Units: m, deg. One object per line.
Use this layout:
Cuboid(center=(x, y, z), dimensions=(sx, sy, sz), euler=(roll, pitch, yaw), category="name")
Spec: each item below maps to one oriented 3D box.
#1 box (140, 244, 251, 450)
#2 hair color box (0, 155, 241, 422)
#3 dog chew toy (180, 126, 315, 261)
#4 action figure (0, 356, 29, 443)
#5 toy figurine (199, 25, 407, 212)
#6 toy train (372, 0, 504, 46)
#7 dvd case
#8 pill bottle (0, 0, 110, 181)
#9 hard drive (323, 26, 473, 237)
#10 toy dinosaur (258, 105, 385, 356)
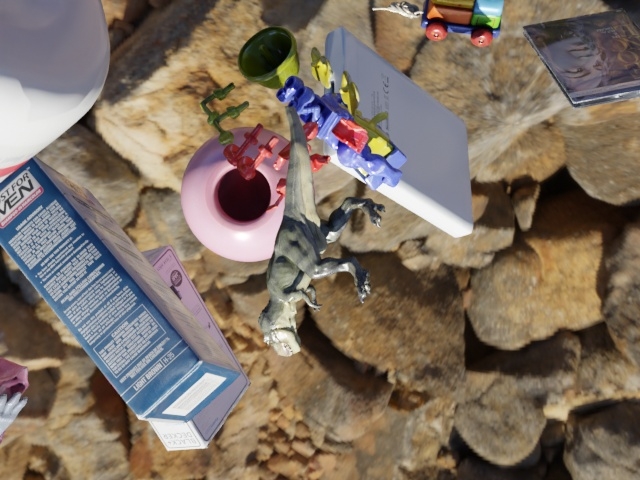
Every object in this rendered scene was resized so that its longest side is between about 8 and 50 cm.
Cuboid(center=(-0.243, 0.175, 1.507), dimensions=(0.087, 0.169, 0.290), euler=(-13, 116, 33), category="box")
Cuboid(center=(-0.264, 0.066, 1.181), dimensions=(0.105, 0.174, 0.347), euler=(-42, 73, -1), category="hair color box")
Cuboid(center=(-0.107, -0.074, 1.517), dimensions=(0.207, 0.332, 0.206), euler=(0, 92, 2), category="dog chew toy")
Cuboid(center=(-0.553, 0.170, 1.242), dimensions=(0.370, 0.248, 0.275), euler=(33, 120, 26), category="action figure")
Cuboid(center=(0.006, -0.135, 1.296), dimensions=(0.217, 0.362, 0.191), euler=(31, 101, -35), category="toy figurine")
Cuboid(center=(0.225, -0.458, 1.765), dimensions=(0.248, 0.143, 0.105), euler=(8, 65, 2), category="toy train")
Cuboid(center=(0.416, -0.276, 1.402), dimensions=(0.165, 0.221, 0.018), euler=(-11, 133, -4), category="dvd case")
Cuboid(center=(-0.333, -0.055, 0.507), dimensions=(0.408, 0.229, 0.229), euler=(-33, 90, 20), category="pill bottle")
Cuboid(center=(0.135, -0.171, 1.562), dimensions=(0.047, 0.353, 0.233), euler=(-20, 57, 36), category="hard drive")
Cuboid(center=(0.000, 0.000, 0.974), dimensions=(0.118, 0.064, 0.268), euler=(8, 96, 16), category="toy dinosaur")
